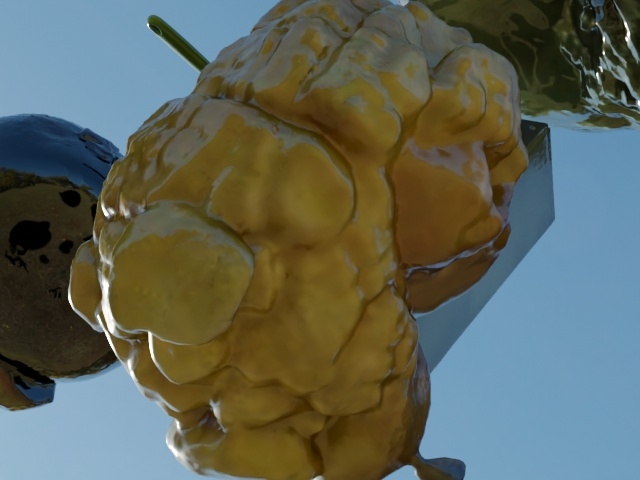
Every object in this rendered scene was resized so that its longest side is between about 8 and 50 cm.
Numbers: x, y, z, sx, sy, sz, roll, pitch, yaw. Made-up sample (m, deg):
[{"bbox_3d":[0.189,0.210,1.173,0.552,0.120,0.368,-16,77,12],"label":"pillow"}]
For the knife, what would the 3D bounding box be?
[{"bbox_3d":[-0.099,-0.154,1.608,0.184,0.026,0.022,42,-36,-20],"label":"knife"}]

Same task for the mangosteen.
[{"bbox_3d":[-0.282,0.033,1.578,0.275,0.275,0.302,37,-83,-22],"label":"mangosteen"}]

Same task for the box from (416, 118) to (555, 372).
[{"bbox_3d":[0.058,-0.005,1.166,0.129,0.225,0.086,13,-51,29],"label":"box"}]

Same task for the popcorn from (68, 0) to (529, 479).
[{"bbox_3d":[-0.015,-0.005,0.628,0.163,0.140,0.194,16,-87,-36],"label":"popcorn"}]

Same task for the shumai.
[{"bbox_3d":[0.227,-0.218,1.298,0.323,0.397,0.324,-11,-97,32],"label":"shumai"}]
